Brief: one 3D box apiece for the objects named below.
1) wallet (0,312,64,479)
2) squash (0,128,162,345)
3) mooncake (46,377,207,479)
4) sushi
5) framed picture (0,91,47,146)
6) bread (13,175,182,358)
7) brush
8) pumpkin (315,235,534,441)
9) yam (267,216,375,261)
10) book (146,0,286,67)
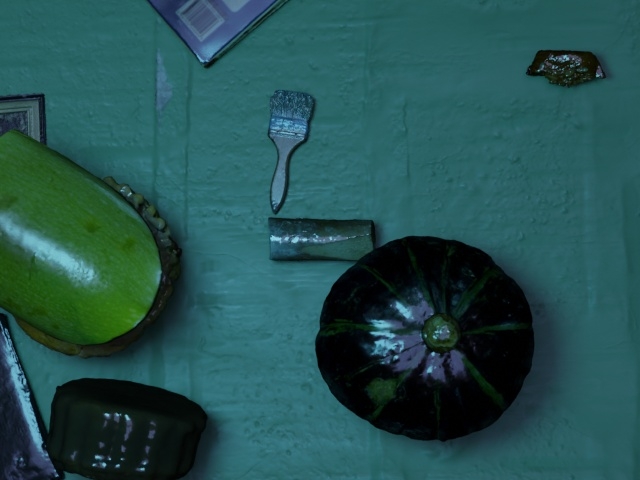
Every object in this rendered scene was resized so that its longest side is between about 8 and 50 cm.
[{"bbox_3d":[-0.508,0.260,1.907,0.146,0.030,0.285,-22,82,5],"label":"wallet"},{"bbox_3d":[-0.365,0.013,1.762,0.309,0.210,0.234,30,84,-3],"label":"squash"},{"bbox_3d":[-0.281,0.281,1.793,0.228,0.228,0.124,12,92,6],"label":"mooncake"},{"bbox_3d":[0.377,-0.262,1.902,0.118,0.061,0.060,3,91,25],"label":"sushi"},{"bbox_3d":[-0.529,-0.133,1.972,0.195,0.010,0.200,-5,82,4],"label":"framed picture"},{"bbox_3d":[-0.338,0.047,1.865,0.274,0.149,0.274,-2,76,7],"label":"bread"},{"bbox_3d":[-0.057,-0.137,1.932,0.070,0.021,0.196,8,83,7],"label":"brush"},{"bbox_3d":[0.151,0.140,1.770,0.315,0.238,0.315,0,78,1],"label":"pumpkin"},{"bbox_3d":[0.000,0.000,1.886,0.169,0.068,0.068,1,82,6],"label":"yam"},{"bbox_3d":[-0.117,-0.519,1.968,0.428,0.039,0.300,-40,83,1],"label":"book"}]
